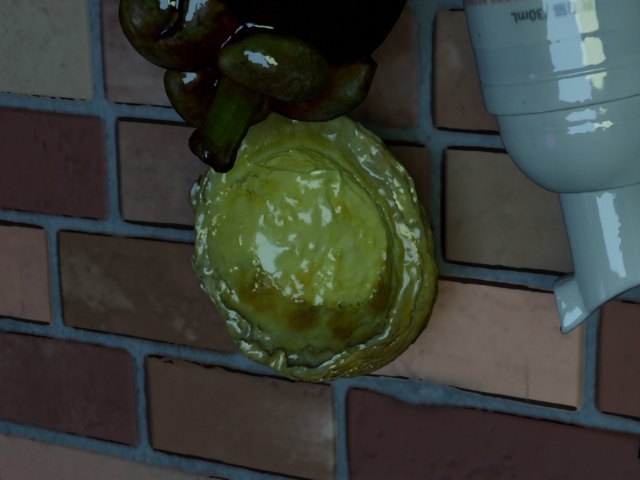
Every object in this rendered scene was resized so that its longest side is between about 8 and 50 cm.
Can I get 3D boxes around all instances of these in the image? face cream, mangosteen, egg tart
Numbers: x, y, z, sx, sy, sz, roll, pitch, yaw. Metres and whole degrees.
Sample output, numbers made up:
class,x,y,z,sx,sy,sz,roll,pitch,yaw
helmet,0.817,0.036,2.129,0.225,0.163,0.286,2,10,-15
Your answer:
class,x,y,z,sx,sy,sz,roll,pitch,yaw
face cream,0.170,-0.125,1.011,0.145,0.145,0.370,-7,103,30
mangosteen,-0.042,-0.162,1.061,0.211,0.211,0.250,1,73,28
egg tart,0.000,0.000,1.170,0.212,0.090,0.213,7,107,25

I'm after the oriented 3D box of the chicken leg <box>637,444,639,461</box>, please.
class,x,y,z,sx,sy,sz,roll,pitch,yaw
chicken leg,0.276,0.196,1.111,0.145,0.037,0.062,45,143,11
